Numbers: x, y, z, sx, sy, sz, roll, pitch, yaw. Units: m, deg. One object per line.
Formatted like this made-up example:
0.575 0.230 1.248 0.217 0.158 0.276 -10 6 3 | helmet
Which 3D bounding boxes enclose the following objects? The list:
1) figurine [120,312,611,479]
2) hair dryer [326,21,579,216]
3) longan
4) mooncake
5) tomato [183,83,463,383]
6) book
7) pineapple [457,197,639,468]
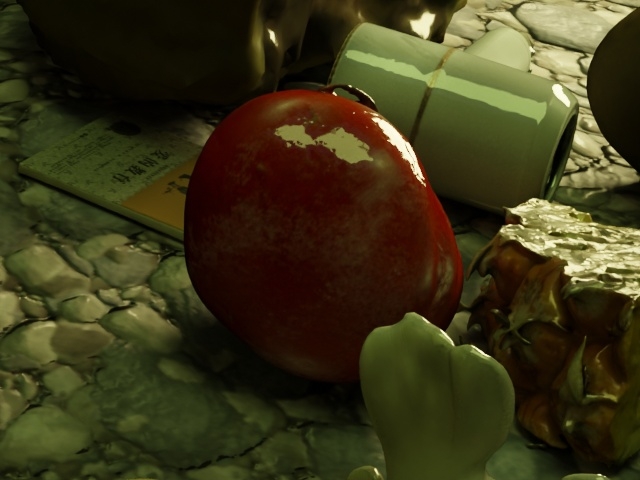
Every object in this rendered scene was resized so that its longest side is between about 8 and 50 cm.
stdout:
0.018 0.157 0.830 0.394 0.275 0.226 6 19 32 | figurine
0.134 -0.123 1.530 0.173 0.108 0.357 20 24 12 | hair dryer
0.295 -0.116 1.491 0.184 0.159 0.204 10 13 2 | longan
-0.041 -0.246 1.519 0.394 0.246 0.393 -1 22 -19 | mooncake
0.000 0.000 1.173 0.151 0.187 0.187 -37 49 -23 | tomato
-0.109 -0.042 1.373 0.172 0.012 0.118 22 31 21 | book
0.180 0.041 1.216 0.186 0.114 0.236 6 26 -6 | pineapple
